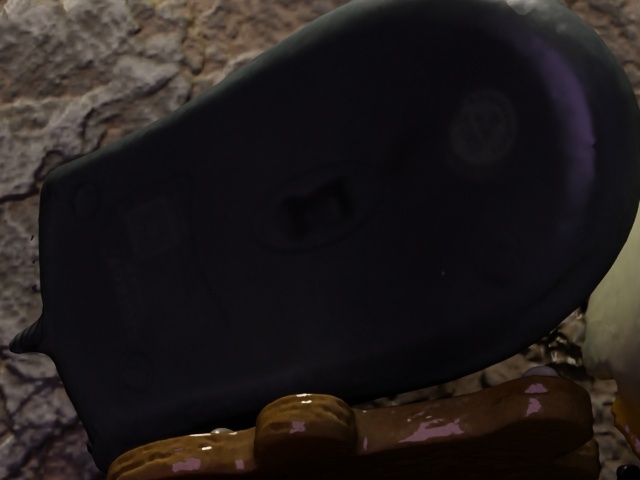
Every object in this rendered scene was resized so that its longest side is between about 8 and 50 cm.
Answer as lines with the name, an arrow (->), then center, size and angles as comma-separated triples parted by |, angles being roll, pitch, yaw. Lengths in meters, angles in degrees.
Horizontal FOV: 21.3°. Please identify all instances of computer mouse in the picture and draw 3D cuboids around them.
computer mouse -> 0.000, 0.000, 0.868 | 0.371, 0.122, 0.188 | -21, 75, 25

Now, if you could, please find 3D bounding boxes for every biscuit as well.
biscuit -> 0.015, 0.102, 0.815 | 0.240, 0.158, 0.035 | -6, 63, 3

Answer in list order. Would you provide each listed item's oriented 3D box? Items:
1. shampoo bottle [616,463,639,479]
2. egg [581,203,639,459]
shampoo bottle -> 0.163, 0.243, 0.753 | 0.101, 0.101, 0.284 | -12, 65, 7
egg -> 0.265, 0.011, 0.788 | 0.286, 0.174, 0.264 | 13, 66, 24
